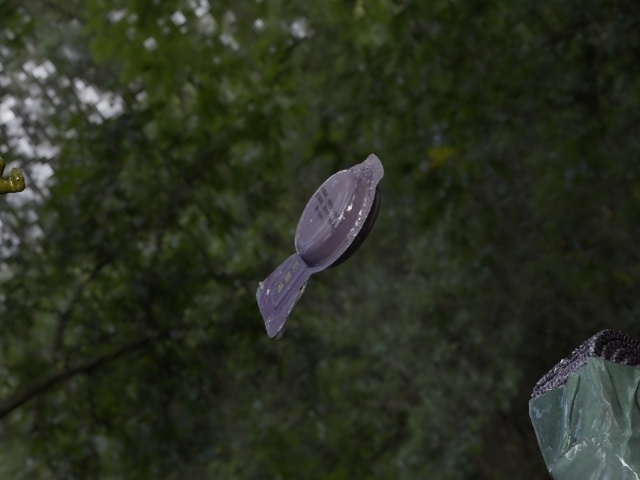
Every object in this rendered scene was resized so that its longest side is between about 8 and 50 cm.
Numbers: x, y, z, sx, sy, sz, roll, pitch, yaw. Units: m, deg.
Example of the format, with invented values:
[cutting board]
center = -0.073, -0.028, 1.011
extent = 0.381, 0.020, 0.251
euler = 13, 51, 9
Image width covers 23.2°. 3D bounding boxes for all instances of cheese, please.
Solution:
[cheese]
center = 0.000, 0.000, 1.466
extent = 0.191, 0.042, 0.105
euler = -52, 27, 17

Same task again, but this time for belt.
[belt]
center = 0.322, 0.231, 1.439
extent = 0.122, 0.325, 0.260
euler = -42, -32, 26

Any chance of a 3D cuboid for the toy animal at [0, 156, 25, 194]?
[toy animal]
center = -0.344, -0.013, 1.325
extent = 0.136, 0.073, 0.181
euler = 5, -57, -35
